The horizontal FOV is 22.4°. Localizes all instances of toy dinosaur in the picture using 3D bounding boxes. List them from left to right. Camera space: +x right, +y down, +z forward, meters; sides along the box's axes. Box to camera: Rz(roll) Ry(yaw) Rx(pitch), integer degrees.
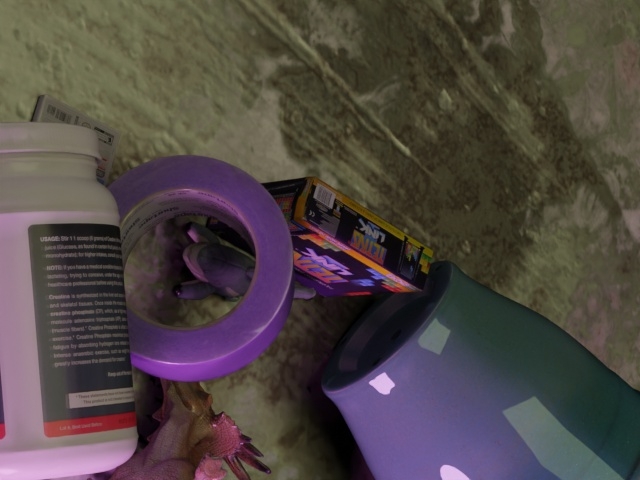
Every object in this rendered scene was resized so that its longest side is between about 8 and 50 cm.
[{"bbox_3d":[-0.138,0.257,1.439,0.200,0.127,0.295,16,92,-76],"label":"toy dinosaur"}]

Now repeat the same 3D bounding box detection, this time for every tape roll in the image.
[{"bbox_3d":[-0.117,0.025,1.423,0.189,0.080,0.189,0,74,1],"label":"tape roll"}]

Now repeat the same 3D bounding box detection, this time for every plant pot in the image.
[{"bbox_3d":[0.149,0.168,1.612,0.255,0.272,0.271,45,58,-13],"label":"plant pot"}]

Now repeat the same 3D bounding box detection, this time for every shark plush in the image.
[{"bbox_3d":[-0.071,0.041,1.540,0.161,0.067,0.073,34,64,-35],"label":"shark plush"}]

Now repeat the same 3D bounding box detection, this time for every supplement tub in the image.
[{"bbox_3d":[-0.250,0.053,1.291,0.191,0.191,0.272,-1,84,-42],"label":"supplement tub"}]

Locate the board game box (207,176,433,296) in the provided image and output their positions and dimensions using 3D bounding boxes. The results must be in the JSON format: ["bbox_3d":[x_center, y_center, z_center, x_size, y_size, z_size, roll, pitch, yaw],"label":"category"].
[{"bbox_3d":[0.000,0.000,1.558,0.170,0.141,0.048,31,65,-36],"label":"board game box"}]

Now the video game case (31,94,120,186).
[{"bbox_3d":[-0.230,-0.058,1.445,0.087,0.011,0.122,27,69,-38],"label":"video game case"}]
